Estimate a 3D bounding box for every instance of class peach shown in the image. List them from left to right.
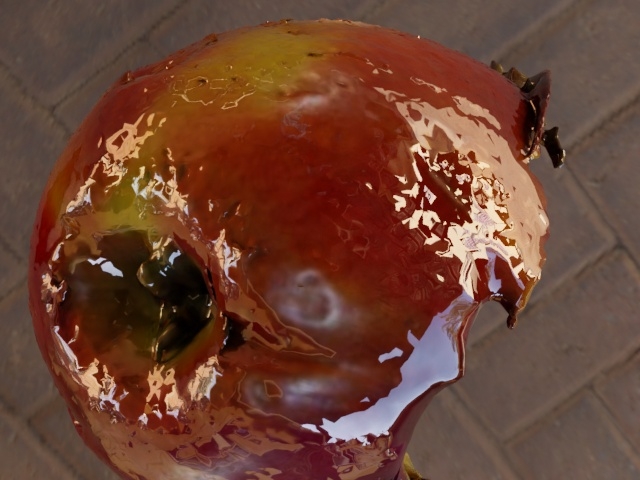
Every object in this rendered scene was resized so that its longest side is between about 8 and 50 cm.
[{"bbox_3d":[0.000,0.000,0.962,0.353,0.416,0.339,43,121,23],"label":"peach"}]
